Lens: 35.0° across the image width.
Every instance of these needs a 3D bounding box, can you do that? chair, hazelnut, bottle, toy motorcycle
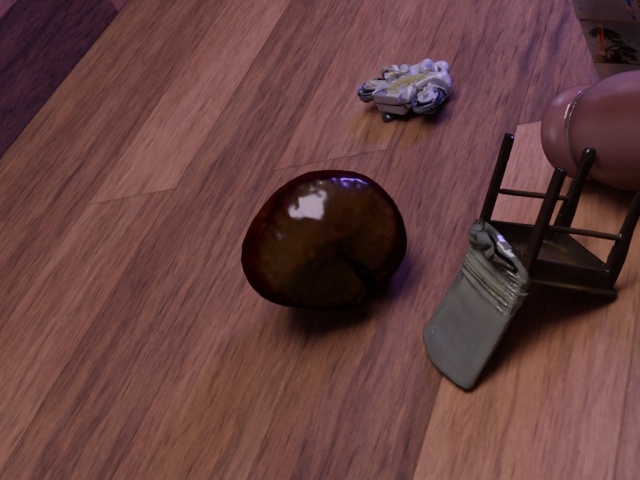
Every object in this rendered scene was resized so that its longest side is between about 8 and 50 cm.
[{"bbox_3d":[0.279,0.037,1.346,0.186,0.319,0.160,6,23,-26],"label":"chair"},{"bbox_3d":[0.000,0.000,1.533,0.251,0.217,0.217,-24,32,-7],"label":"hazelnut"},{"bbox_3d":[0.461,-0.157,1.419,0.206,0.173,0.297,-28,17,-29],"label":"bottle"},{"bbox_3d":[0.174,-0.293,1.909,0.151,0.074,0.228,-41,33,-19],"label":"toy motorcycle"}]

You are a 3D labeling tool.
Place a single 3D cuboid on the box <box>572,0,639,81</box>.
[{"bbox_3d":[0.481,-0.313,1.542,0.149,0.233,0.067,15,54,48],"label":"box"}]
